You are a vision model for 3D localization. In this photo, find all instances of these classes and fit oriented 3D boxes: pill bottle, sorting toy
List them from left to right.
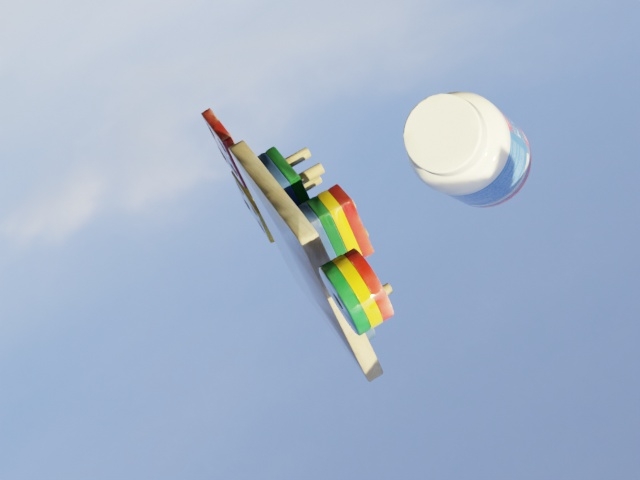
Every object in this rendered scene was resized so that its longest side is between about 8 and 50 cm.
[{"bbox_3d":[0.000,0.000,0.796,0.046,0.132,0.274,-30,-142,-7],"label":"sorting toy"},{"bbox_3d":[0.175,-0.110,1.427,0.124,0.124,0.221,-25,168,17],"label":"pill bottle"}]
